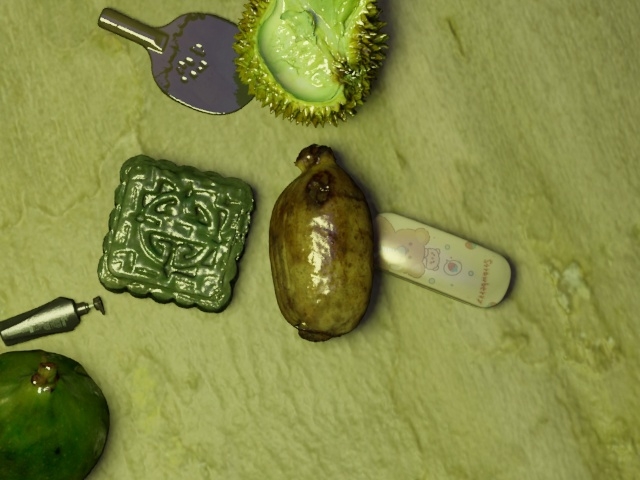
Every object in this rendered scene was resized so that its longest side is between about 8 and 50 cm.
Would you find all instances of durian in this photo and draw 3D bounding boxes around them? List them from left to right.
[{"bbox_3d":[-0.012,-0.259,1.846,0.200,0.176,0.237,6,77,8],"label":"durian"}]

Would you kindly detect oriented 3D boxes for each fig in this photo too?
[{"bbox_3d":[-0.357,0.218,1.745,0.195,0.245,0.195,4,68,-9],"label":"fig"}]

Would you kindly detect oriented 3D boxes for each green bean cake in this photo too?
[{"bbox_3d":[-0.187,-0.007,1.854,0.185,0.094,0.183,14,82,-5],"label":"green bean cake"}]

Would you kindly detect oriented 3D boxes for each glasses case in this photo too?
[{"bbox_3d":[0.152,0.026,1.877,0.204,0.051,0.081,20,81,1],"label":"glasses case"}]

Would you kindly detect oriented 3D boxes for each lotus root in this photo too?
[{"bbox_3d":[0.000,0.000,1.832,0.128,0.145,0.260,5,80,-39],"label":"lotus root"}]

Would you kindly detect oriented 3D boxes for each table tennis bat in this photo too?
[{"bbox_3d":[-0.189,-0.256,1.918,0.234,0.022,0.131,25,84,-1],"label":"table tennis bat"}]

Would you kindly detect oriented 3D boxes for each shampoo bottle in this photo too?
[{"bbox_3d":[-0.352,0.102,1.862,0.137,0.027,0.048,-18,97,-4],"label":"shampoo bottle"}]
